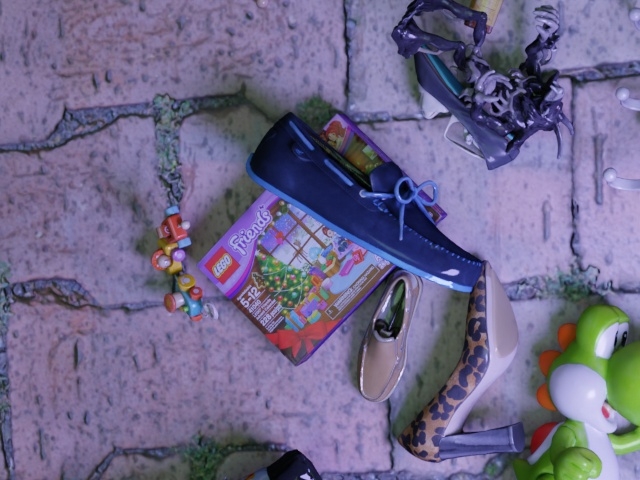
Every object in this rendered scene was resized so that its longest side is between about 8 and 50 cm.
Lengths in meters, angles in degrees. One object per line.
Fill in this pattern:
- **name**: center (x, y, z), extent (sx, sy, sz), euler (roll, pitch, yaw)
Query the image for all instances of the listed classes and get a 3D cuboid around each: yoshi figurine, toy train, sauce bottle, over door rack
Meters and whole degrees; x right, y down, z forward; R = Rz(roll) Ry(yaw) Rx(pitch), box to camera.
- **yoshi figurine**: center (0.371, 0.268, 1.883), extent (0.203, 0.203, 0.362), euler (10, 94, -3)
- **toy train**: center (-0.199, 0.039, 2.029), extent (0.046, 0.125, 0.166), euler (-21, 93, -22)
- **sauce bottle**: center (0.228, -0.338, 1.940), extent (0.042, 0.042, 0.128), euler (21, 96, 11)
- **over door rack**: center (0.492, -0.182, 1.761), extent (0.324, 0.108, 0.240), euler (2, 76, 44)

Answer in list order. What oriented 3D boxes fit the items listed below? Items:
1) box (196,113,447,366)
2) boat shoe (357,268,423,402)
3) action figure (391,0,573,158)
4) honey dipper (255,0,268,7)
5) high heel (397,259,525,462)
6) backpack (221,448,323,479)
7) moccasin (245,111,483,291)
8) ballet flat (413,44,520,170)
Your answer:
- **box**: center (0.000, 0.000, 2.009), extent (0.201, 0.057, 0.293), euler (45, 102, 7)
- **boat shoe**: center (0.086, 0.131, 1.990), extent (0.068, 0.072, 0.190), euler (14, 97, 12)
- **action figure**: center (0.227, -0.221, 1.868), extent (0.275, 0.141, 0.164), euler (36, 64, -5)
- **honey dipper**: center (-0.052, -0.394, 2.011), extent (0.030, 0.030, 0.161), euler (24, 103, 11)
- **high heel**: center (0.172, 0.165, 1.977), extent (0.186, 0.093, 0.261), euler (-11, 79, 34)
- **backpack**: center (-0.117, 0.481, 1.992), extent (0.355, 0.273, 0.290), euler (-30, 89, -8)
- **moccasin**: center (0.064, -0.054, 1.892), extent (0.342, 0.138, 0.117), euler (30, 95, 8)
- **ballet flat**: center (0.177, -0.172, 1.950), extent (0.074, 0.074, 0.203), euler (-44, 86, 13)
